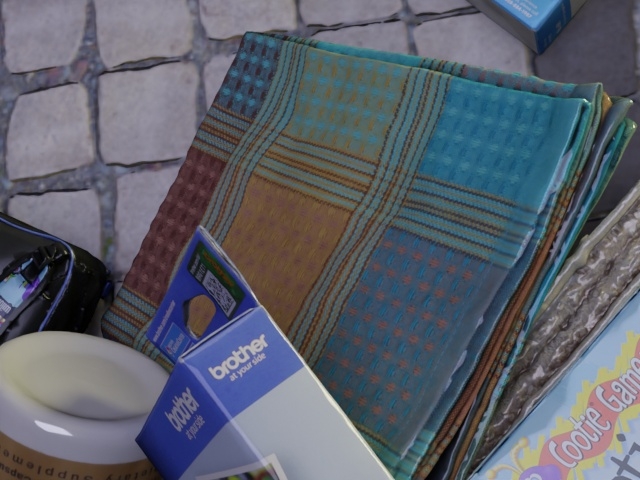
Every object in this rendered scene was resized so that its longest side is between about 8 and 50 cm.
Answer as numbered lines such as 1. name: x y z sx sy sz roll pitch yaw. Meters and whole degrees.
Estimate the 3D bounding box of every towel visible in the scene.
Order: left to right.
1. towel: 0.000 0.000 0.845 0.370 0.040 0.271 21 83 51
2. towel: 0.150 0.058 0.826 0.049 0.187 0.282 40 90 12

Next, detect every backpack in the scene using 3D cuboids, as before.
1. backpack: -0.253 0.064 0.956 0.158 0.117 0.173 22 85 16

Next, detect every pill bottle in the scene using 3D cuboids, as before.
1. pill bottle: -0.180 0.188 0.879 0.131 0.131 0.229 23 112 16

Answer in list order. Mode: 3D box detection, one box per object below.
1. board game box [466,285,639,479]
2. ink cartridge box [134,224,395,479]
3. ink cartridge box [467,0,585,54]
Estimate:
1. board game box: 0.196 0.136 0.754 0.142 0.275 0.144 42 92 17
2. ink cartridge box: -0.008 0.156 0.711 0.065 0.186 0.311 -32 80 -24
3. ink cartridge box: 0.173 -0.237 0.936 0.104 0.060 0.180 41 91 17
